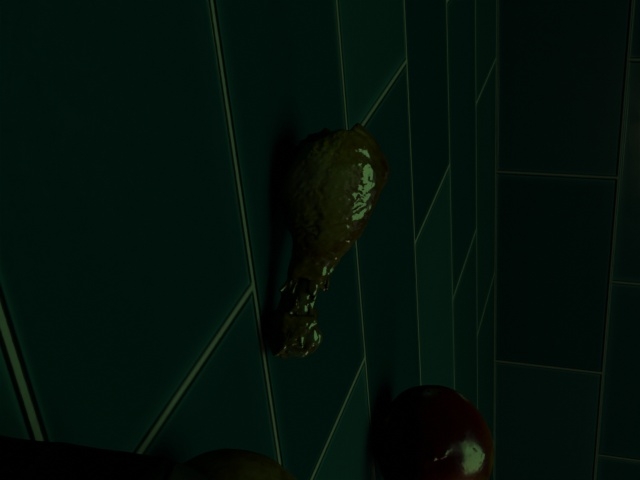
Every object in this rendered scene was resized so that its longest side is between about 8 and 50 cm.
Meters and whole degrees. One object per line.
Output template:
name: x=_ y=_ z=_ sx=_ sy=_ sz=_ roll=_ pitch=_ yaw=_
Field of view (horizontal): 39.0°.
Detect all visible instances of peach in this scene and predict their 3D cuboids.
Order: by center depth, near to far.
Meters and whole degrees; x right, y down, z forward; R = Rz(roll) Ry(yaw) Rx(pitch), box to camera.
peach: x=0.172 y=0.315 z=1.409 sx=0.197 sy=0.197 sz=0.198 roll=5 pitch=90 yaw=-72

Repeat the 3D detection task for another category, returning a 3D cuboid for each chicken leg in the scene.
chicken leg: x=-0.001 y=0.000 z=0.920 sx=0.087 sy=0.107 sz=0.252 roll=79 pitch=24 yaw=-87

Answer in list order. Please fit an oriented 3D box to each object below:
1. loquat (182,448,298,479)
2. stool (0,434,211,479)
loquat: x=-0.069 y=0.227 z=0.688 sx=0.141 sy=0.141 sz=0.141 roll=5 pitch=90 yaw=-72
stool: x=-0.134 y=0.221 z=0.478 sx=0.232 sy=0.141 sz=0.232 roll=4 pitch=90 yaw=-71
